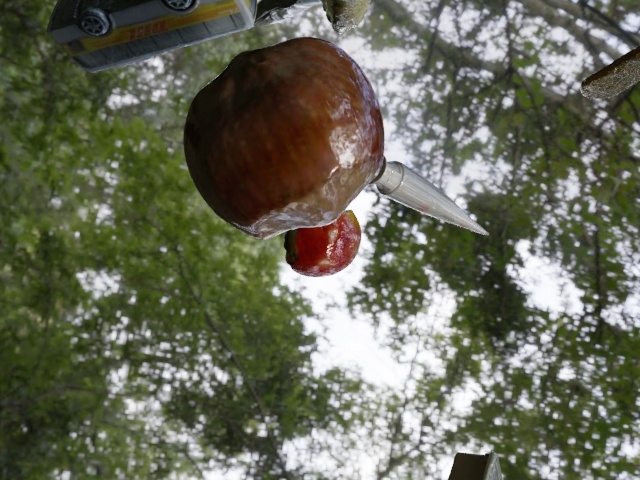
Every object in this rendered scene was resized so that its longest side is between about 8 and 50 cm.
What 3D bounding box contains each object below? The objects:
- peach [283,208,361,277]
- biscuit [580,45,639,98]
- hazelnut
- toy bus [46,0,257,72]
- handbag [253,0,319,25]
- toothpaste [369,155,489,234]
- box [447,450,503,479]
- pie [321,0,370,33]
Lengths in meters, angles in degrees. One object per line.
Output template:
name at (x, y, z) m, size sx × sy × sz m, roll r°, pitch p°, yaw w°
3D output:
peach at (0.006, 0.003, 1.414) m, size 0.151 × 0.151 × 0.118 m, roll -54°, pitch -137°, yaw 30°
biscuit at (0.528, -0.292, 1.363) m, size 0.247 × 0.118 × 0.029 m, roll -31°, pitch -107°, yaw 40°
hazelnut at (-0.028, -0.079, 0.650) m, size 0.154 × 0.143 × 0.143 m, roll -26°, pitch -135°, yaw 5°
toy bus at (-0.153, -0.214, 0.793) m, size 0.190 × 0.075 × 0.064 m, roll -12°, pitch -129°, yaw 18°
handbag at (-0.043, -0.510, 1.761) m, size 0.191 × 0.075 × 0.332 m, roll -32°, pitch -163°, yaw -13°
toothpaste at (0.198, -0.079, 1.590) m, size 0.100 × 0.323 × 0.066 m, roll 41°, pitch -77°, yaw 45°
box at (0.221, 0.362, 1.225) m, size 0.062 × 0.122 × 0.089 m, roll 5°, pitch -134°, yaw 24°
pie at (0.008, -0.392, 0.941) m, size 0.337 × 0.075 × 0.338 m, roll -12°, pitch 90°, yaw -87°
